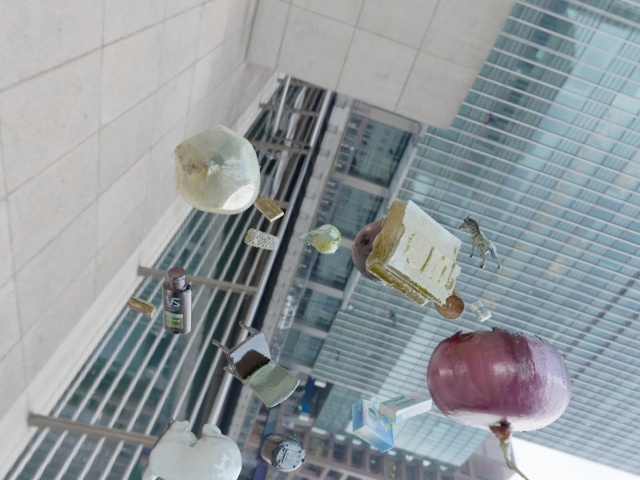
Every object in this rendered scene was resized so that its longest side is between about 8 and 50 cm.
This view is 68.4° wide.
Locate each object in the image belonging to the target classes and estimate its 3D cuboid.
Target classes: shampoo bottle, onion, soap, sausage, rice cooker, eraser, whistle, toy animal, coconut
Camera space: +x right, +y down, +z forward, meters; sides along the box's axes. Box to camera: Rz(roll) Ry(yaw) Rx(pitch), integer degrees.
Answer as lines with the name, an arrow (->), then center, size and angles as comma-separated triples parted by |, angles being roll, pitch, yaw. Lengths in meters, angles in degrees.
shampoo bottle -> -0.610, 0.259, 2.005 | 0.084, 0.129, 0.323 | -75, 178, -55
onion -> 0.451, 0.388, 1.232 | 0.345, 0.358, 0.358 | -52, 171, -35
soap -> 0.304, 0.041, 1.486 | 0.143, 0.281, 0.259 | -8, -124, 58
sausage -> 0.459, 0.212, 1.706 | 0.270, 0.109, 0.109 | -14, 124, -76
rice cooker -> -0.133, 0.761, 1.689 | 0.106, 0.165, 0.112 | 1, -114, 54
eraser -> 0.350, 0.684, 1.943 | 0.095, 0.225, 0.052 | 11, -81, 51
onion -> 0.279, 0.062, 2.008 | 0.232, 0.314, 0.314 | -69, 180, -53
whistle -> 0.000, 0.000, 1.899 | 0.223, 0.123, 0.123 | 1, -112, 46
toy animal -> -0.369, 0.645, 1.414 | 0.249, 0.289, 0.174 | -40, 135, -80
coconut -> -0.403, -0.275, 1.853 | 0.360, 0.346, 0.346 | 113, -6, -83
toy animal -> 0.649, 0.008, 1.905 | 0.217, 0.073, 0.176 | -122, -165, -61

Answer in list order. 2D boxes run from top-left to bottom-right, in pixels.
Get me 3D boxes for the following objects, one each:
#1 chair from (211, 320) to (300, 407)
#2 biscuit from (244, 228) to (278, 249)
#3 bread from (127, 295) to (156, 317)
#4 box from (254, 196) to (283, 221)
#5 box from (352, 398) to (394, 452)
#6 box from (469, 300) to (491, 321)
chair -> -0.243, 0.445, 1.726 | 0.160, 0.319, 0.186 | -30, 118, -32
biscuit -> -0.284, -0.001, 2.284 | 0.070, 0.168, 0.082 | 14, -94, 55
bread -> -0.526, 0.197, 1.390 | 0.047, 0.083, 0.036 | 105, 12, -52
box -> -0.281, -0.171, 2.549 | 0.089, 0.156, 0.022 | -35, 151, -24
box -> 0.226, 0.798, 2.028 | 0.073, 0.194, 0.139 | -39, -157, 25
box -> 0.697, 0.307, 2.054 | 0.083, 0.054, 0.024 | 58, -30, 29
